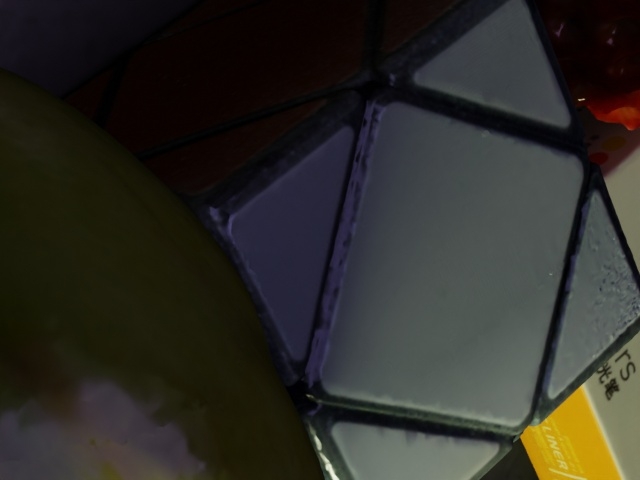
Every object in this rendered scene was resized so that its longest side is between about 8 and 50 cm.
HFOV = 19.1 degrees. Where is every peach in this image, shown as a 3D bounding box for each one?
[{"bbox_3d":[-0.162,0.095,0.746,0.281,0.314,0.316,-38,149,-28],"label":"peach"}]

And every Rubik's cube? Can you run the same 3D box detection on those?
[{"bbox_3d":[0.000,0.000,0.920,0.207,0.205,0.205,-39,119,-28],"label":"Rubik's cube"}]

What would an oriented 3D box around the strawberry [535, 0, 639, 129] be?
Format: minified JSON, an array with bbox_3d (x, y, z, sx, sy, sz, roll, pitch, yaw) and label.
[{"bbox_3d":[0.169,-0.175,0.987,0.150,0.280,0.253,-11,114,-33],"label":"strawberry"}]

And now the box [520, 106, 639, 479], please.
[{"bbox_3d":[0.203,0.044,1.156,0.221,0.091,0.274,-43,121,-25],"label":"box"}]
